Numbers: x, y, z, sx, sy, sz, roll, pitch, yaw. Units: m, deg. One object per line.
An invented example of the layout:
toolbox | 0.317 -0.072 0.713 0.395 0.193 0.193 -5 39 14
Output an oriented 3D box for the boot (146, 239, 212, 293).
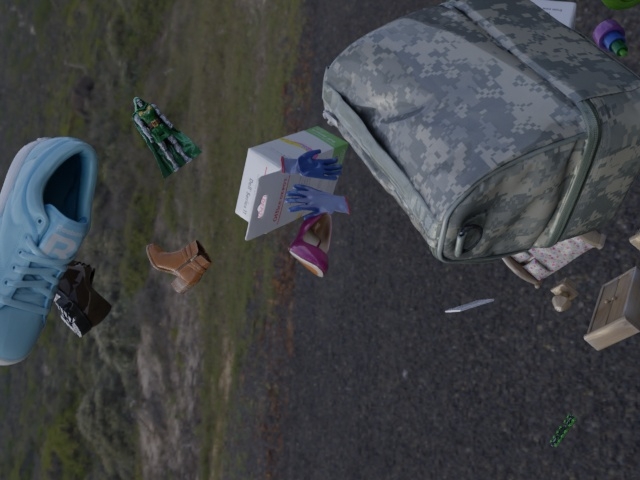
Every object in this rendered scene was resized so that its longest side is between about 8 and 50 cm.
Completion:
boot | -0.427 0.047 1.990 0.152 0.197 0.073 -45 -5 22

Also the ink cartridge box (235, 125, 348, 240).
ink cartridge box | -0.097 -0.155 1.712 0.119 0.353 0.207 35 128 24

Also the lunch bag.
lunch bag | 0.168 -0.128 0.748 0.212 0.256 0.305 96 151 -47

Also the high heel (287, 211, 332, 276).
high heel | 0.000 0.000 1.315 0.117 0.082 0.244 -49 9 -1

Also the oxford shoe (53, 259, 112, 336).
oxford shoe | -0.466 0.068 1.195 0.227 0.096 0.083 45 151 11

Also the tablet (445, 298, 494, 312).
tablet | 0.286 0.125 1.254 0.054 0.083 0.006 159 97 -67

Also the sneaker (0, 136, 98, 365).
sneaker | -0.428 0.008 0.984 0.150 0.135 0.366 -2 76 42

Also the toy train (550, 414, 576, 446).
toy train | 0.532 0.417 1.432 0.017 0.023 0.083 38 103 41

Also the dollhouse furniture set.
dollhouse furniture set | 0.527 0.038 1.378 0.174 0.355 0.303 -53 3 -40

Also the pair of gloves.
pair of gloves | -0.014 -0.131 1.510 0.023 0.159 0.198 125 140 -52

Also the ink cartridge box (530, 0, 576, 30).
ink cartridge box | 0.390 -0.237 1.327 0.285 0.166 0.395 45 -119 -65

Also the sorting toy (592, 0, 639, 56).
sorting toy | 0.712 -0.564 1.438 0.365 0.127 0.126 95 167 -48

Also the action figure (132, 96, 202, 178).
action figure | -0.460 -0.309 1.868 0.137 0.232 0.063 -40 16 -17
